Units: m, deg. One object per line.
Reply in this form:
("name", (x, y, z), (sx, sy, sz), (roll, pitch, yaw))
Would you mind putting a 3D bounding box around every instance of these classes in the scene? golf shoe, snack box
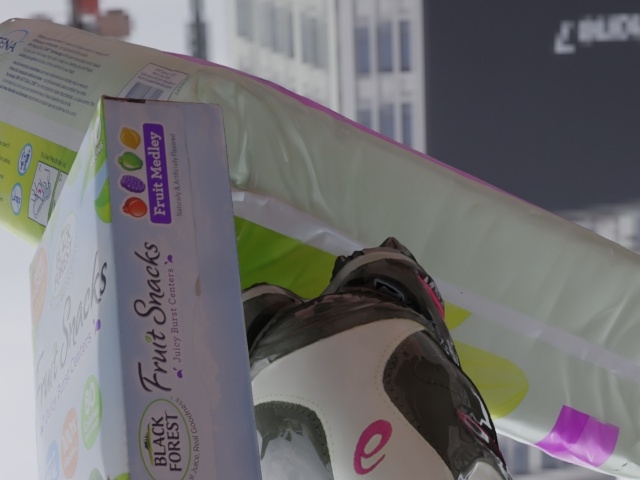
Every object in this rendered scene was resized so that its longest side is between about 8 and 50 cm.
("golf shoe", (0.037, 0.131, 0.649), (0.105, 0.273, 0.120), (-27, -141, 0))
("snack box", (-0.049, 0.048, 0.499), (0.037, 0.141, 0.100), (4, 151, -20))

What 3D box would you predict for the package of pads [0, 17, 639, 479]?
("package of pads", (0.000, 0.000, 0.842), (0.297, 0.101, 0.229), (23, 179, -31))
